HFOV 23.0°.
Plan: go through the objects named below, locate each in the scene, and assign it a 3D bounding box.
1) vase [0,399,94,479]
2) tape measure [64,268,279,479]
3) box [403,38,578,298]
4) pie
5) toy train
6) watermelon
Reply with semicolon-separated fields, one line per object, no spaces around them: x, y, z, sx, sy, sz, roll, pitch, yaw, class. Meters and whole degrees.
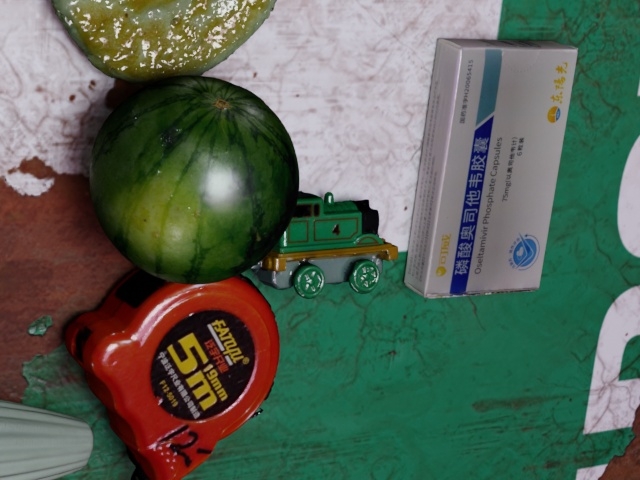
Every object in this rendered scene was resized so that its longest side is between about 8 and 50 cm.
-0.384;0.243;1.844;0.248;0.128;0.128;5;105;-42;vase
-0.173;0.149;1.939;0.260;0.114;0.253;-37;122;-19;tape measure
0.228;-0.097;2.115;0.200;0.065;0.343;-3;109;-31;box
-0.175;-0.323;1.790;0.323;0.070;0.323;-12;117;-25;pie
0.000;0.000;2.002;0.228;0.091;0.136;-7;101;-29;toy train
-0.144;-0.069;1.798;0.242;0.242;0.242;-11;113;-27;watermelon
